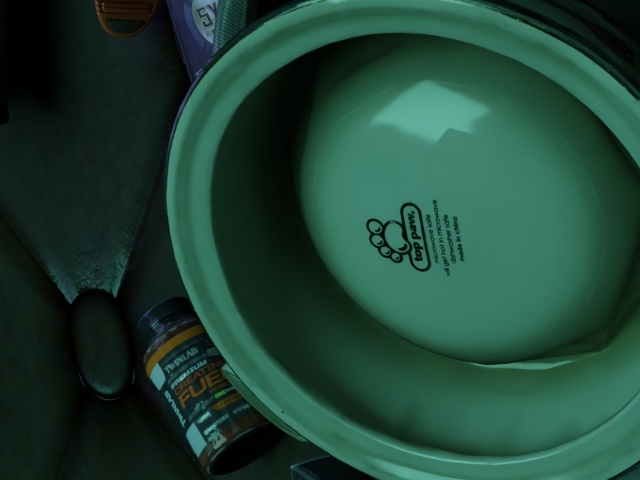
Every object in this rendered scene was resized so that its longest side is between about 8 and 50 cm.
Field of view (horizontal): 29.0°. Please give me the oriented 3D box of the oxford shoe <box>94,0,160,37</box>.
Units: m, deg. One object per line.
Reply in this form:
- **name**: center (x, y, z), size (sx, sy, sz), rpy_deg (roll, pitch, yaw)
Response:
- **oxford shoe**: center (-0.227, -0.370, 1.423), size (0.098, 0.097, 0.271), rpy_deg (-162, 74, -63)

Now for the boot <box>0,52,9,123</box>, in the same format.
- **boot**: center (-0.549, -0.378, 1.609), size (0.367, 0.146, 0.445), rpy_deg (15, 114, 47)

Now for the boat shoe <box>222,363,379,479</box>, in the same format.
- **boat shoe**: center (0.042, 0.161, 1.217), size (0.340, 0.113, 0.127), rpy_deg (19, 150, 52)

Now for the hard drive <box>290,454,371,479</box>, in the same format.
- **hard drive**: center (0.059, 0.328, 1.207), size (0.172, 0.054, 0.255), rpy_deg (27, 142, 41)

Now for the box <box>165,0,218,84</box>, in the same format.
- **box**: center (-0.065, -0.227, 1.273), size (0.180, 0.077, 0.147), rpy_deg (-25, 79, 47)

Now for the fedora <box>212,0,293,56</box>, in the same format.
- **fedora**: center (0.036, -0.200, 1.113), size (0.243, 0.124, 0.275), rpy_deg (13, 94, 27)

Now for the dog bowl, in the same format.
- **dog bowl**: center (0.099, -0.014, 0.903), size (0.408, 0.150, 0.408), rpy_deg (13, 125, 20)

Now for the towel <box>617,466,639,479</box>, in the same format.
- **towel**: center (0.209, 0.244, 0.871), size (0.320, 0.374, 0.090), rpy_deg (5, 122, 45)

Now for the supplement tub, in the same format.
- **supplement tub**: center (-0.132, 0.159, 1.401), size (0.198, 0.106, 0.106), rpy_deg (54, 131, 25)
